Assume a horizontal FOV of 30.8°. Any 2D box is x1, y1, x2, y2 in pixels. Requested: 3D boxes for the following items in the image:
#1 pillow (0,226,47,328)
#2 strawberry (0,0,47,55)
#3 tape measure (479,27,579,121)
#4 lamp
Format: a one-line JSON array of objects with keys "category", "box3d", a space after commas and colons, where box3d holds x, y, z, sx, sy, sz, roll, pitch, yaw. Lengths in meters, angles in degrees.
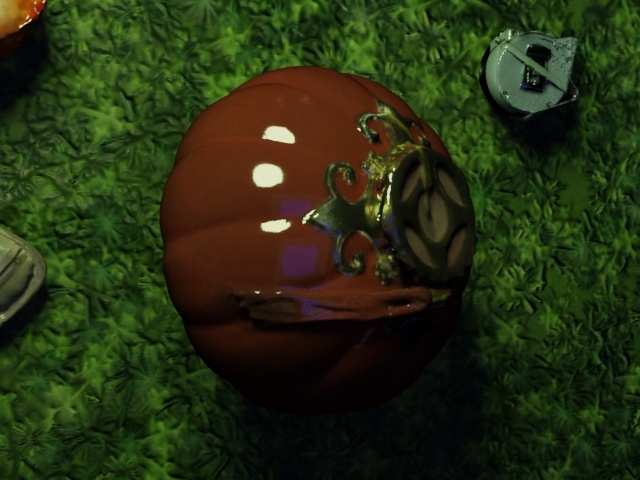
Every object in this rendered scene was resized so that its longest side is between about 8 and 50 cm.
[{"category": "pillow", "box3d": [-0.362, -0.001, 1.028, 0.232, 0.038, 0.131, 43, 91, -17]}, {"category": "strawberry", "box3d": [-0.311, -0.242, 0.983, 0.121, 0.082, 0.188, -31, 98, -28]}, {"category": "tape measure", "box3d": [0.205, -0.163, 1.139, 0.094, 0.054, 0.091, -5, 96, -16]}, {"category": "lamp", "box3d": [0.000, 0.000, 1.005, 0.303, 0.257, 0.303, 14, 71, -47]}]
